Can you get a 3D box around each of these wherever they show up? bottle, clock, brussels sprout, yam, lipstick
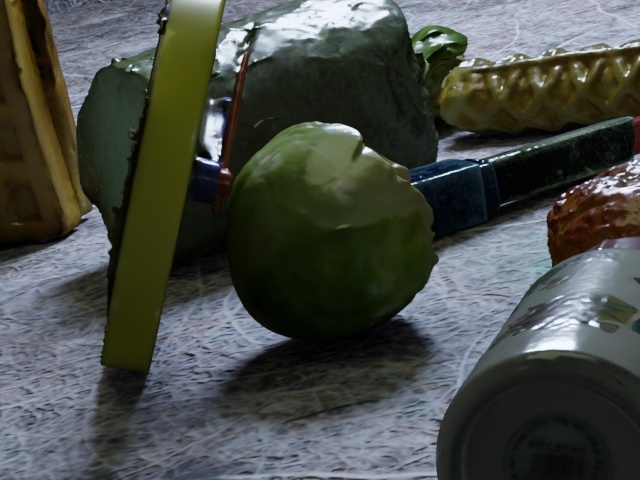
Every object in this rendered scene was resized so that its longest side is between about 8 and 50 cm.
[{"bbox_3d":[0.143,0.069,0.968,0.120,0.120,0.253,-7,13,20],"label":"bottle"},{"bbox_3d":[-0.096,-0.045,1.337,0.071,0.277,0.293,11,6,-3],"label":"clock"},{"bbox_3d":[0.095,-0.159,1.969,0.139,0.100,0.181,-25,16,-3],"label":"brussels sprout"},{"bbox_3d":[-0.047,-0.103,1.670,0.300,0.195,0.195,-20,16,-26],"label":"yam"},{"bbox_3d":[-0.003,0.004,1.311,0.122,0.149,0.151,-43,-10,-33],"label":"brussels sprout"},{"bbox_3d":[0.166,-0.055,1.585,0.312,0.051,0.051,-17,13,-27],"label":"lipstick"}]

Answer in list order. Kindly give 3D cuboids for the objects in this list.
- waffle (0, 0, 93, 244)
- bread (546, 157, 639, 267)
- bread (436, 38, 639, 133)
[{"bbox_3d":[-0.354,-0.150,1.825,0.224,0.328,0.098,-8,19,14],"label":"waffle"},{"bbox_3d":[0.225,-0.016,1.286,0.139,0.095,0.269,0,13,18],"label":"bread"},{"bbox_3d":[0.276,-0.146,1.787,0.367,0.077,0.084,-4,15,29],"label":"bread"}]
